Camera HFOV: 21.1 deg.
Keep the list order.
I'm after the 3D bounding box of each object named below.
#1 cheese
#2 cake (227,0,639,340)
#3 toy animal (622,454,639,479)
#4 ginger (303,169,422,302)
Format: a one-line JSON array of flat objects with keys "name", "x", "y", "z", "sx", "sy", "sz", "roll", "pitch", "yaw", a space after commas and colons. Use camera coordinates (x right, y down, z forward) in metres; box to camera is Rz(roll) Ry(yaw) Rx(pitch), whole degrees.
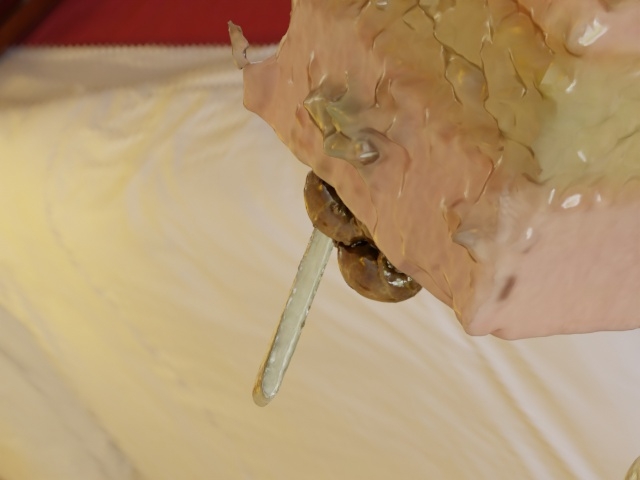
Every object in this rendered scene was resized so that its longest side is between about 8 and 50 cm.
[{"name": "cheese", "x": 0.002, "y": 0.001, "z": 1.972, "sx": 0.034, "sy": 0.400, "sz": 0.085, "roll": 21, "pitch": 164, "yaw": 2}, {"name": "cake", "x": 0.159, "y": -0.138, "z": 0.964, "sx": 0.314, "sy": 0.293, "sz": 0.307, "roll": 53, "pitch": 134, "yaw": 47}, {"name": "toy animal", "x": 0.464, "y": 0.401, "z": 2.133, "sx": 0.249, "sy": 0.174, "sz": 0.289, "roll": 75, "pitch": -177, "yaw": -56}, {"name": "ginger", "x": 0.044, "y": -0.017, "z": 1.469, "sx": 0.162, "sy": 0.073, "sz": 0.103, "roll": 50, "pitch": 123, "yaw": 5}]
